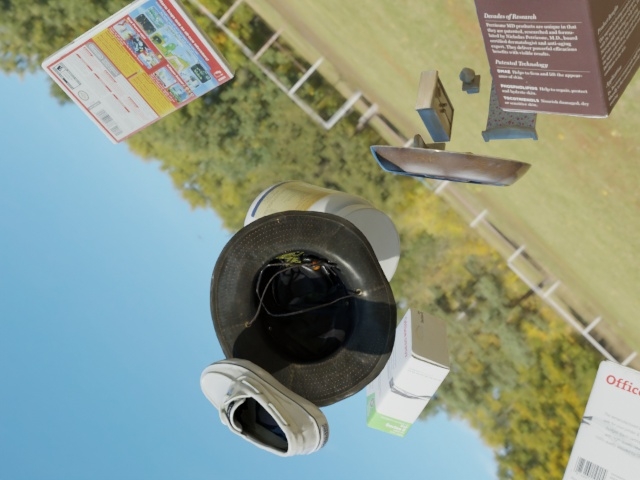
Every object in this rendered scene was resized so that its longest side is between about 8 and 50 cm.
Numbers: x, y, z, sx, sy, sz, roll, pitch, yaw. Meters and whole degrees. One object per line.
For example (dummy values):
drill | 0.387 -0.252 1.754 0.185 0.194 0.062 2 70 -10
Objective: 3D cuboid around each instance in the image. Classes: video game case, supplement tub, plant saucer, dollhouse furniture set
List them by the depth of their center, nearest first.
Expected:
video game case | -0.327 -0.310 1.551 0.204 0.285 0.025 51 -154 -32
plant saucer | 0.246 -0.141 1.659 0.310 0.050 0.310 7 -176 -1
supplement tub | 0.000 0.000 1.851 0.228 0.228 0.316 39 169 -34
dollhouse furniture set | 0.433 -0.327 2.155 0.355 0.303 0.174 0 155 26

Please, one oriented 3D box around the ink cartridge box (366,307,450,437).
ink cartridge box | 0.225 0.344 2.252 0.114 0.273 0.198 21 -146 -10

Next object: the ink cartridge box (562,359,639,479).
ink cartridge box | 0.437 0.292 1.172 0.092 0.219 0.160 17 -178 -44

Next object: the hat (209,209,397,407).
hat | -0.030 0.114 1.471 0.331 0.331 0.134 44 178 1

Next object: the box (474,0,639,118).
box | 0.336 -0.302 1.190 0.167 0.168 0.203 13 140 39

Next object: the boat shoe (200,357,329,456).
boat shoe | -0.104 0.240 1.256 0.258 0.095 0.084 13 -166 43
